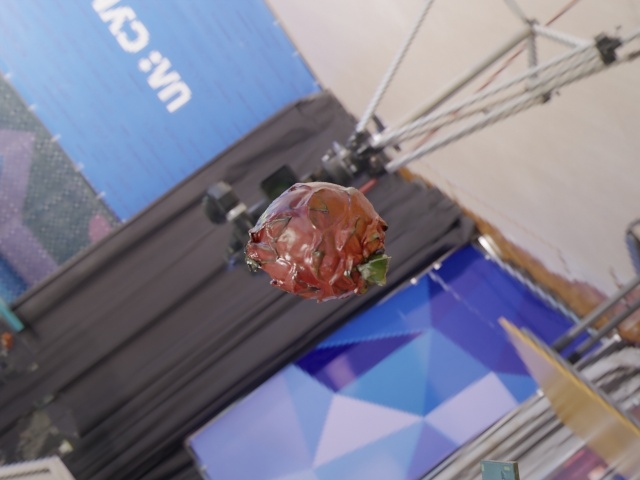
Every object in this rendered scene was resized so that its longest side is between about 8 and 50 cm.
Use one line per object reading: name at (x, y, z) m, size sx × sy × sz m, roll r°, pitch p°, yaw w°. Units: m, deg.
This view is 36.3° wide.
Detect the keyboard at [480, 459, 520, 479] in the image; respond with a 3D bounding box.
keyboard at (0.222, 0.348, 1.152) m, size 0.055 × 0.014 × 0.176 m, roll -11°, pitch 85°, yaw 51°

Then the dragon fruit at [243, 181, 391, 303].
dragon fruit at (0.000, 0.000, 1.381) m, size 0.210 × 0.172 × 0.172 m, roll 8°, pitch 164°, yaw 7°
